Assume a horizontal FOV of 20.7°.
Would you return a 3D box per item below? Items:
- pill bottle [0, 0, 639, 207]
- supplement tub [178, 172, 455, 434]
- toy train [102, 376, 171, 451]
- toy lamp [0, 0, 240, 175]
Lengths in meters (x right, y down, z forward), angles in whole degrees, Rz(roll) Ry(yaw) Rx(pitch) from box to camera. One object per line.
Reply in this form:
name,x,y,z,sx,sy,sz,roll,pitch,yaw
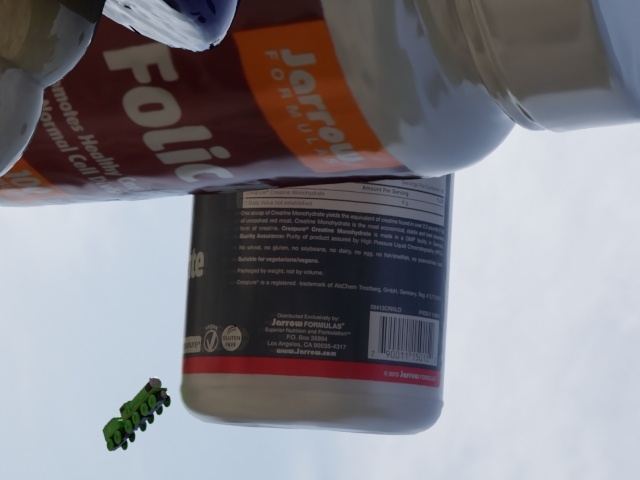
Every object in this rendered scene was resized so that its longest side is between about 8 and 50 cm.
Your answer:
pill bottle,-0.019,-0.137,0.911,0.392,0.224,0.224,-4,-85,29
supplement tub,0.000,0.000,1.265,0.191,0.191,0.272,-10,-105,60
toy train,-0.130,0.123,1.238,0.083,0.017,0.024,-46,-126,42
toy lamp,-0.091,0.000,0.381,0.080,0.080,0.275,22,-99,56
